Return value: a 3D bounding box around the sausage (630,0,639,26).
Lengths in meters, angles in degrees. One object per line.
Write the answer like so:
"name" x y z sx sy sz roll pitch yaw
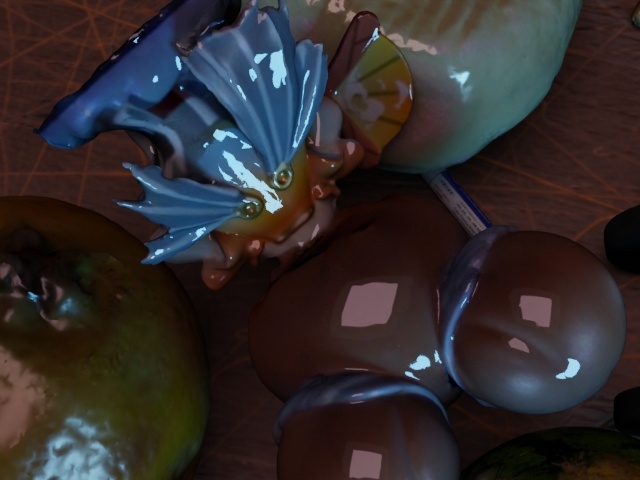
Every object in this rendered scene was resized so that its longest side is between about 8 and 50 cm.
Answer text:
"sausage" 0.343 -0.259 1.027 0.024 0.024 0.132 35 79 16

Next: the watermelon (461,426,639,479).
"watermelon" 0.181 0.268 0.759 0.269 0.269 0.269 -2 72 7

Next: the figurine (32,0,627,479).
"figurine" 0.001 -0.001 0.762 0.277 0.248 0.388 -40 101 0

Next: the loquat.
"loquat" -0.245 0.128 0.829 0.328 0.328 0.328 -2 72 7

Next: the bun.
"bun" 0.057 -0.222 0.950 0.361 0.213 0.361 6 59 -10

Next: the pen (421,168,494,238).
"pen" 0.127 -0.038 0.983 0.025 0.025 0.204 -35 71 -4

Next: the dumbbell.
"dumbbell" 0.307 0.066 0.862 0.143 0.143 0.325 -1 72 7
